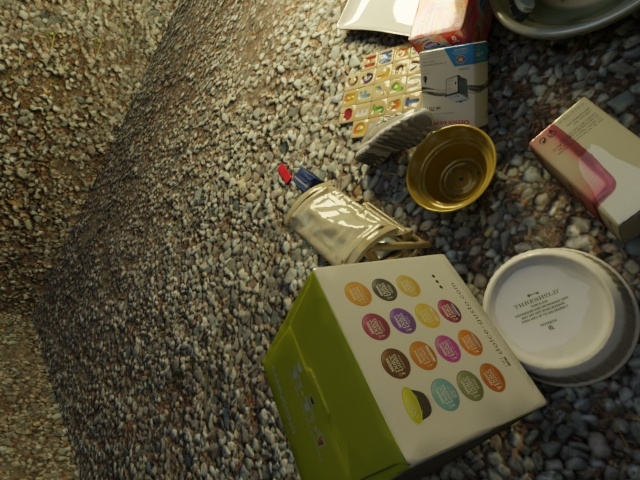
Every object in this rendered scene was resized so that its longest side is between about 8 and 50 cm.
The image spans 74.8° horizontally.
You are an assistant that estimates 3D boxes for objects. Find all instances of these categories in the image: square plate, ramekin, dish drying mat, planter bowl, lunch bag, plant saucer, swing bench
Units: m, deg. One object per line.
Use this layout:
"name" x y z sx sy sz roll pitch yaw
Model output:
"square plate" 0.248 -0.793 1.290 0.344 0.049 0.347 32 98 40
"ramekin" 0.441 0.139 0.798 0.273 0.127 0.273 -12 70 36
"dish drying mat" -0.124 -0.233 1.454 0.032 0.008 0.083 -47 54 20
"planter bowl" 0.325 -0.160 1.008 0.217 0.090 0.217 -13 70 37
"lunch bag" -0.039 -0.181 1.328 0.098 0.067 0.065 43 106 37
"plant saucer" 0.587 -0.611 0.922 0.400 0.100 0.400 -13 69 37
"swing bench" 0.091 -0.018 1.048 0.253 0.255 0.165 41 103 39

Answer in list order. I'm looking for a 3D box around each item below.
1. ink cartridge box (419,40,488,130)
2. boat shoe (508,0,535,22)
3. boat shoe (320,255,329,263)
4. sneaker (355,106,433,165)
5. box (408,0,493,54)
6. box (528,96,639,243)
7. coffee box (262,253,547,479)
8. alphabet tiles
"ink cartridge box" 0.324 -0.368 1.016 0.140 0.082 0.190 10 118 41
"boat shoe" 0.436 -0.545 0.932 0.040 0.049 0.142 105 168 -61
"boat shoe" 0.000 0.000 1.253 0.056 0.049 0.152 -34 58 27
"sneaker" 0.183 -0.297 1.112 0.281 0.105 0.115 -16 62 58
"box" 0.352 -0.611 1.073 0.142 0.154 0.300 9 79 41
"box" 0.535 -0.129 0.788 0.127 0.149 0.232 -43 54 22
"coffee box" 0.124 0.270 0.813 0.337 0.334 0.338 63 141 33
"alphabet tiles" 0.204 -0.449 1.247 0.342 0.011 0.285 2 78 40
